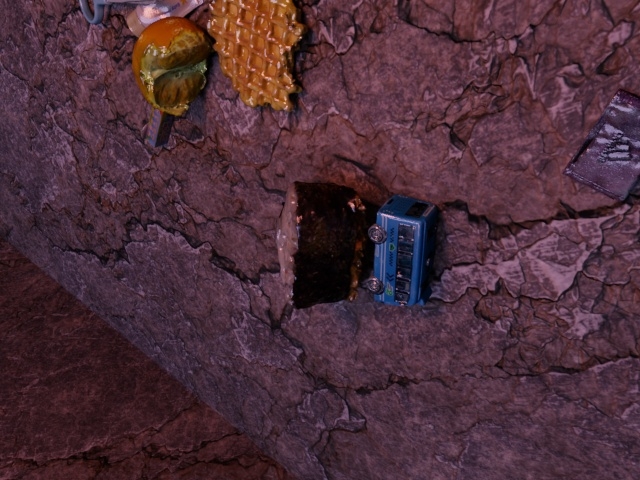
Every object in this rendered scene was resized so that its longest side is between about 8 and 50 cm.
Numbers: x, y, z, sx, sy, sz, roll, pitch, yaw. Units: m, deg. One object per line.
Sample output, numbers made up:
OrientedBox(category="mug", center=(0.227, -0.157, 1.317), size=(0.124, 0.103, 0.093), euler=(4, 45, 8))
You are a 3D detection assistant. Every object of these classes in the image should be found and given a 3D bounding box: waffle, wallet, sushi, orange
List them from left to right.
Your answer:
OrientedBox(category="orange", center=(-0.371, -0.441, 1.256), size=(0.158, 0.179, 0.237), euler=(46, 144, 13))
OrientedBox(category="waffle", center=(-0.138, -0.442, 1.151), size=(0.282, 0.058, 0.300), euler=(14, 126, 35))
OrientedBox(category="sushi", center=(0.000, 0.000, 1.216), size=(0.348, 0.208, 0.234), euler=(98, 165, -47))
OrientedBox(category="wallet", center=(0.491, -0.152, 0.835), size=(0.111, 0.030, 0.165), euler=(31, 135, 14))

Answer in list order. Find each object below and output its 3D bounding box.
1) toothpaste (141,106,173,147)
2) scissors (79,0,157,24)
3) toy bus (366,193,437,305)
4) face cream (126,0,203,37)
OrientedBox(category="toothpaste", center=(-0.467, -0.352, 1.477), size=(0.044, 0.070, 0.193), euler=(44, 137, 11))
OrientedBox(category="scissors", center=(-0.535, -0.641, 1.314), size=(0.447, 0.029, 0.192), euler=(29, 130, 38))
OrientedBox(category="toy bus", center=(0.187, 0.029, 1.150), size=(0.134, 0.113, 0.246), euler=(14, 124, 26))
OrientedBox(category="face cream", center=(-0.392, -0.590, 1.271), size=(0.224, 0.070, 0.114), euler=(-18, 105, 36))
